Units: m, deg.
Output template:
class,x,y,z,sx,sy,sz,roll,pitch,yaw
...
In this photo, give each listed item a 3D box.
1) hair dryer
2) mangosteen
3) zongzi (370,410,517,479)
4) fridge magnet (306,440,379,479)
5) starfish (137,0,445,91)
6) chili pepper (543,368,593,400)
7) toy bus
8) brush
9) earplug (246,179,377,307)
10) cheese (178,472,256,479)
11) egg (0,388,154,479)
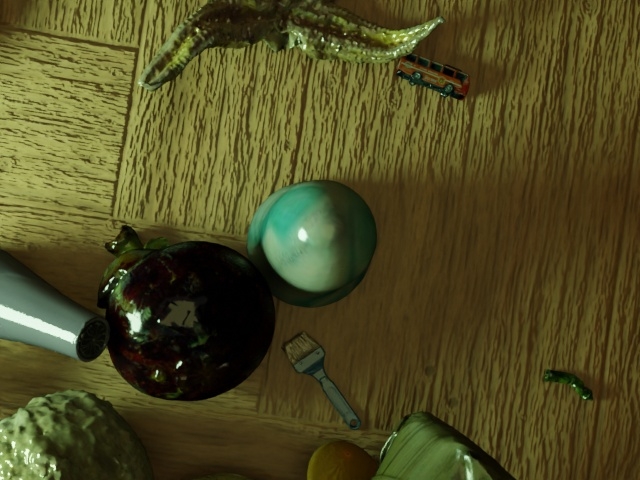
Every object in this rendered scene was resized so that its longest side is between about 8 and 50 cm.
class,x,y,z,sx,sy,sz,roll,pitch,yaw
hair dryer,-0.467,0.182,1.373,0.301,0.121,0.361,20,69,30
mangosteen,-0.194,0.080,1.451,0.231,0.231,0.289,-30,57,-5
zongzi,0.148,0.548,1.389,0.500,0.218,0.467,-49,114,-14
fridge magnet,0.036,0.350,1.489,0.143,0.063,0.143,23,49,-30
starfish,-0.028,-0.363,1.492,0.398,0.132,0.383,9,95,-13
chili pepper,0.370,0.212,1.573,0.083,0.022,0.027,26,53,-3
toy bus,0.166,-0.242,1.565,0.110,0.031,0.043,20,80,-3
brush,0.008,0.207,1.546,0.051,0.014,0.164,-35,92,-3
earplug,0.000,0.000,1.396,0.185,0.324,0.184,0,88,-6
cheese,-0.108,0.460,1.478,0.316,0.128,0.259,41,77,-8
egg,-0.340,0.350,1.386,0.279,0.279,0.310,-2,78,-5
